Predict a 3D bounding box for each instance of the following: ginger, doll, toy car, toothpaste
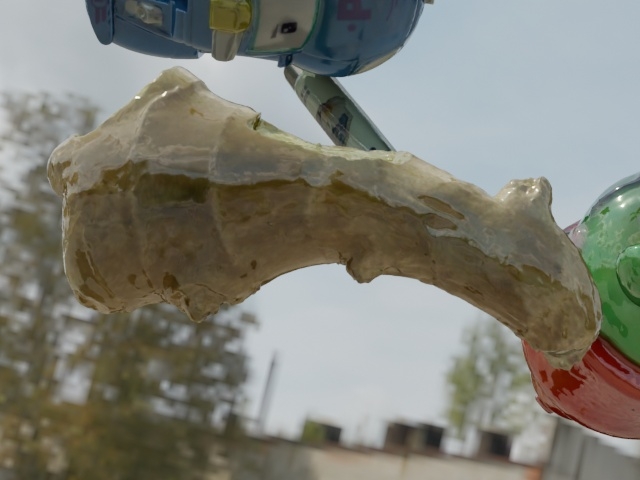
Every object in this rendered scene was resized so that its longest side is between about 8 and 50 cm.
[{"bbox_3d":[0.000,0.000,0.966,0.294,0.131,0.086,17,-16,5],"label":"ginger"},{"bbox_3d":[0.221,0.040,1.233,0.160,0.182,0.363,50,-28,6],"label":"doll"},{"bbox_3d":[-0.057,-0.233,1.672,0.314,0.166,0.198,10,-54,4],"label":"toy car"},{"bbox_3d":[0.036,-0.088,1.714,0.039,0.239,0.062,-15,-43,-25],"label":"toothpaste"}]
